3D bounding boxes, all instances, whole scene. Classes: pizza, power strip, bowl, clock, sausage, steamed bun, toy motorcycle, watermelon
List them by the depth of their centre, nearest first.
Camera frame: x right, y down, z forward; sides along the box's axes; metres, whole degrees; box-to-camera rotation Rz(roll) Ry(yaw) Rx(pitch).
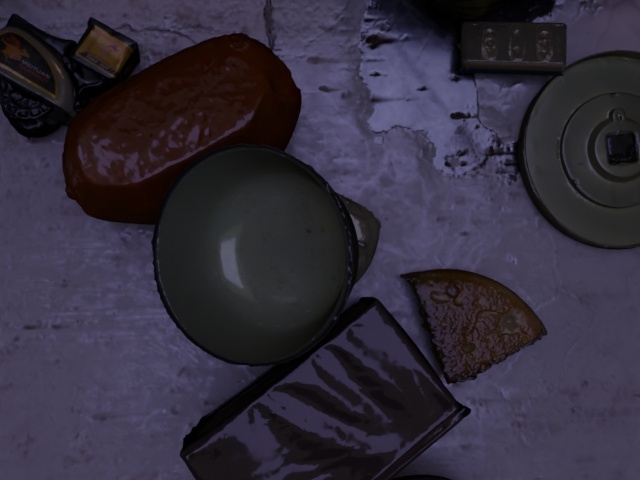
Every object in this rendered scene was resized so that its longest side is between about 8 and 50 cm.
[{"bbox_3d":[-0.052,0.013,0.851,0.211,0.112,0.211,1,92,19],"label":"bowl"},{"bbox_3d":[-0.147,-0.114,0.911,0.268,0.141,0.153,-30,81,-5],"label":"sausage"},{"bbox_3d":[-0.349,-0.218,0.938,0.263,0.091,0.157,30,77,-3],"label":"toy motorcycle"},{"bbox_3d":[0.000,0.000,0.942,0.130,0.091,0.112,21,92,14],"label":"steamed bun"},{"bbox_3d":[0.179,-0.310,0.971,0.133,0.105,0.105,-38,90,-21],"label":"watermelon"},{"bbox_3d":[0.169,0.101,0.974,0.178,0.041,0.131,10,83,-3],"label":"pizza"},{"bbox_3d":[0.220,-0.222,0.989,0.123,0.032,0.056,3,76,7],"label":"power strip"},{"bbox_3d":[0.350,-0.106,1.004,0.235,0.029,0.235,0,86,-4],"label":"clock"}]

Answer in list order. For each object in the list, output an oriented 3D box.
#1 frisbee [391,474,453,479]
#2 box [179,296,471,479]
[{"bbox_3d":[0.083,0.364,0.911,0.251,0.021,0.250,-7,110,-19],"label":"frisbee"},{"bbox_3d":[0.000,0.186,0.886,0.252,0.188,0.153,-37,90,-3],"label":"box"}]
